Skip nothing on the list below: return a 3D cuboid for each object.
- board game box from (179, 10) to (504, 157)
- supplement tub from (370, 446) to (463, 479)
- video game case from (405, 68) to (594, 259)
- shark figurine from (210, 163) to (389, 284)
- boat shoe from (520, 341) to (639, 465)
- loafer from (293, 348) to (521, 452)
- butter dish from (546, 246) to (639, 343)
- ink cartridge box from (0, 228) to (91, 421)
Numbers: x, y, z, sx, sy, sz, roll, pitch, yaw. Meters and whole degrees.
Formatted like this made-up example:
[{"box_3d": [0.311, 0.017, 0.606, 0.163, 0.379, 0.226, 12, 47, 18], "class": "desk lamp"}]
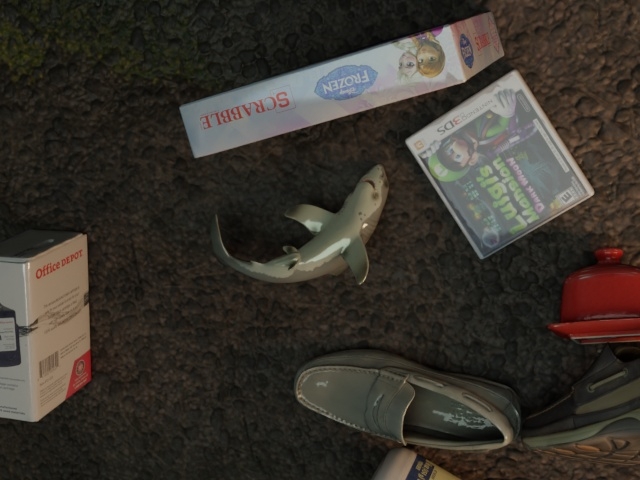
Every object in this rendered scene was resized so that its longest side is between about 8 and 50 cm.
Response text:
[{"box_3d": [0.039, -0.191, 1.325, 0.318, 0.318, 0.066, -14, 99, 19], "class": "board game box"}, {"box_3d": [0.182, 0.451, 1.495, 0.324, 0.235, 0.235, 29, 110, 7], "class": "supplement tub"}, {"box_3d": [0.231, -0.096, 1.451, 0.173, 0.022, 0.190, -32, 94, 21], "class": "video game case"}, {"box_3d": [-0.018, 0.023, 1.520, 0.278, 0.116, 0.166, -20, 64, 12], "class": "shark figurine"}, {"box_3d": [0.392, 0.197, 1.386, 0.132, 0.130, 0.355, 20, 153, -30], "class": "boat shoe"}, {"box_3d": [0.112, 0.220, 1.520, 0.319, 0.111, 0.112, 5, 105, 15], "class": "loafer"}, {"box_3d": [0.365, 0.066, 1.403, 0.159, 0.160, 0.118, -6, 80, 17], "class": "butter dish"}, {"box_3d": [-0.415, 0.116, 1.616, 0.100, 0.172, 0.237, 5, 105, 15], "class": "ink cartridge box"}]
